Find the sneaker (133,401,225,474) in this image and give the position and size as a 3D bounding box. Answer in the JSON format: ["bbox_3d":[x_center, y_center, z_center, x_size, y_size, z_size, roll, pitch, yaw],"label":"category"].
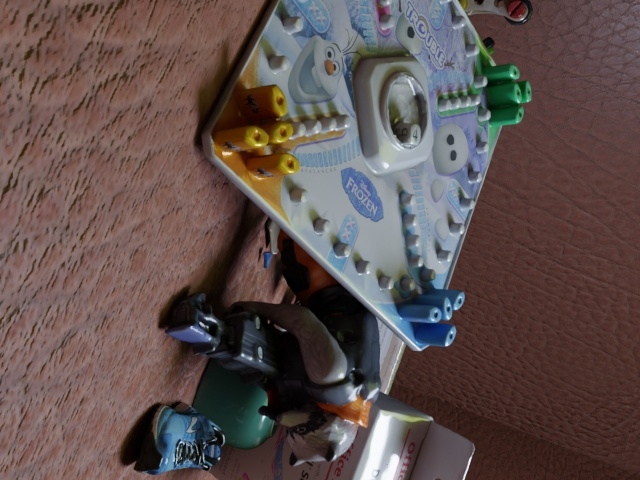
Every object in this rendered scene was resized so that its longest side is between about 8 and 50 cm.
[{"bbox_3d":[-0.137,0.208,0.784,0.162,0.073,0.063,11,98,-82],"label":"sneaker"}]

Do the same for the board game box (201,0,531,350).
[{"bbox_3d":[0.091,-0.137,0.799,0.390,0.050,0.390,44,59,-40],"label":"board game box"}]

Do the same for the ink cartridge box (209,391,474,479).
[{"bbox_3d":[0.012,0.290,1.016,0.119,0.353,0.207,22,86,-42],"label":"ink cartridge box"}]

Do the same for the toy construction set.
[{"bbox_3d":[0.257,-0.470,1.560,0.309,0.237,0.257,-37,180,-45],"label":"toy construction set"}]

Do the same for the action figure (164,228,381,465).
[{"bbox_3d":[-0.005,0.076,0.819,0.341,0.178,0.330,30,60,-62],"label":"action figure"}]

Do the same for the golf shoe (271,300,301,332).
[{"bbox_3d":[-0.012,0.134,1.284,0.186,0.067,0.086,-24,135,-49],"label":"golf shoe"}]

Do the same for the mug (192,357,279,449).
[{"bbox_3d":[-0.089,0.190,0.971,0.158,0.097,0.129,-60,166,-49],"label":"mug"}]

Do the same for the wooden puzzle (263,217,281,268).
[{"bbox_3d":[-0.055,-0.027,0.999,0.078,0.014,0.116,90,21,-54],"label":"wooden puzzle"}]

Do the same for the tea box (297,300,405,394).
[{"bbox_3d":[0.065,0.191,1.536,0.323,0.220,0.329,-31,140,-75],"label":"tea box"}]
